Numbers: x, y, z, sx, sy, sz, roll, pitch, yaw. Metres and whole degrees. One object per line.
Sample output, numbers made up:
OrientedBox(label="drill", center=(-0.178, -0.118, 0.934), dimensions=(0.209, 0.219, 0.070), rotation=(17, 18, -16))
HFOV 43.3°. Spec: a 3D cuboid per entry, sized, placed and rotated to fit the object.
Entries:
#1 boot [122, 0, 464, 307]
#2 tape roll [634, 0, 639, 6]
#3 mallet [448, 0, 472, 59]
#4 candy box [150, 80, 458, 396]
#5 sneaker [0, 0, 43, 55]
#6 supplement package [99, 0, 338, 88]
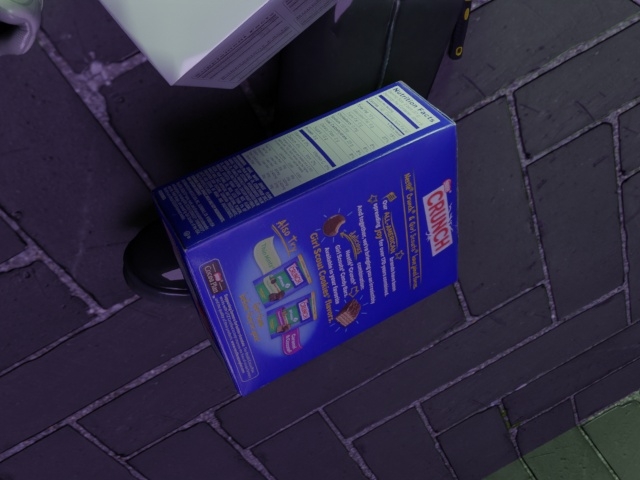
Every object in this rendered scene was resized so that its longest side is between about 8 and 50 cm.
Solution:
OrientedBox(label="boot", center=(-0.041, -0.138, 0.960), dimensions=(0.367, 0.146, 0.445), rotation=(-11, 138, -31))
OrientedBox(label="tape roll", center=(0.160, -0.335, 0.705), dimensions=(0.392, 0.392, 0.072), rotation=(15, 121, -38))
OrientedBox(label="mallet", center=(0.176, -0.308, 1.005), dimensions=(0.062, 0.039, 0.189), rotation=(-10, 138, -22))
OrientedBox(label="candy box", center=(0.000, 0.000, 0.933), dimensions=(0.317, 0.122, 0.268), rotation=(-25, 138, -13))
OrientedBox(label="sneaker", center=(-0.400, -0.193, 0.736), dimensions=(0.292, 0.118, 0.110), rotation=(-17, 138, -12))
OrientedBox(label="supplement package", center=(-0.086, -0.266, 0.683), dimensions=(0.198, 0.262, 0.199), rotation=(-38, 96, 9))
